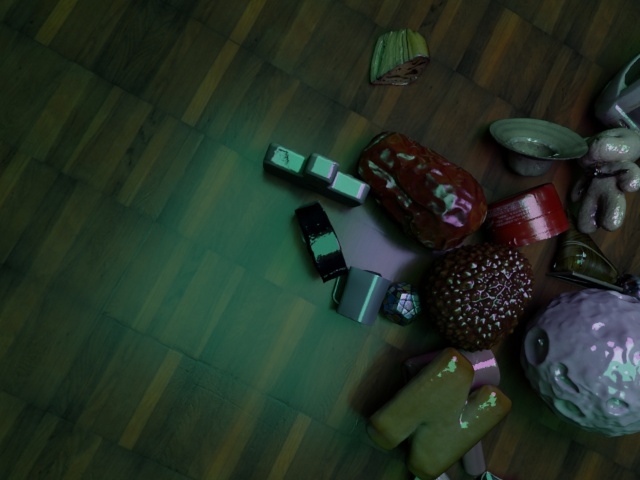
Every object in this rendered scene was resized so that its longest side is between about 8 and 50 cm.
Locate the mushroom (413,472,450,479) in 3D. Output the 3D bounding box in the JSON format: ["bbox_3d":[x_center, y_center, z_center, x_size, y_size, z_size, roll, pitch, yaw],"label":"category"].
[{"bbox_3d":[0.306,0.650,1.091,0.213,0.088,0.097,49,53,-7],"label":"mushroom"}]

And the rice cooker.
[{"bbox_3d":[0.910,-0.374,1.158,0.277,0.288,0.288,42,81,-3],"label":"rice cooker"}]

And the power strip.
[{"bbox_3d":[-0.007,-0.159,1.045,0.264,0.193,0.059,23,86,-7],"label":"power strip"}]

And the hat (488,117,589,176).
[{"bbox_3d":[0.563,-0.230,1.171,0.251,0.252,0.110,-3,128,-9],"label":"hat"}]

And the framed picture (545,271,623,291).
[{"bbox_3d":[0.702,0.111,1.173,0.148,0.109,0.011,19,81,-7],"label":"framed picture"}]

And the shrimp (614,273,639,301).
[{"bbox_3d":[0.909,0.263,1.175,0.171,0.137,0.373,-19,88,7],"label":"shrimp"}]

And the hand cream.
[{"bbox_3d":[0.516,-0.059,1.118,0.192,0.193,0.126,-21,90,-9],"label":"hand cream"}]

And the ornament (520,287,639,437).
[{"bbox_3d":[0.647,0.278,1.040,0.336,0.337,0.338,1,86,-8],"label":"ornament"}]

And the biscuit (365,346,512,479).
[{"bbox_3d":[0.273,0.407,1.005,0.290,0.062,0.237,-44,104,6],"label":"biscuit"}]

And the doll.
[{"bbox_3d":[0.722,-0.158,1.121,0.149,0.175,0.279,18,79,-44],"label":"doll"}]

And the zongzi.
[{"bbox_3d":[0.744,0.023,1.207,0.187,0.084,0.184,18,74,-14],"label":"zongzi"}]

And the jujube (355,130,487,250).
[{"bbox_3d":[0.242,-0.129,1.084,0.342,0.216,0.216,42,81,10],"label":"jujube"}]

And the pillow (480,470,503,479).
[{"bbox_3d":[0.465,0.648,1.126,0.135,0.091,0.055,18,40,-5],"label":"pillow"}]

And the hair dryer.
[{"bbox_3d":[0.344,0.444,1.102,0.210,0.125,0.353,-13,95,-8],"label":"hair dryer"}]

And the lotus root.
[{"bbox_3d":[0.218,-0.481,1.159,0.159,0.095,0.135,-3,79,32],"label":"lotus root"}]

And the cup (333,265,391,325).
[{"bbox_3d":[0.092,0.130,1.092,0.128,0.095,0.130,18,85,30],"label":"cup"}]

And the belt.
[{"bbox_3d":[0.000,0.000,1.059,0.078,0.151,0.199,-22,80,-5],"label":"belt"}]

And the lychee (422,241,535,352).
[{"bbox_3d":[0.376,0.120,1.041,0.271,0.271,0.272,1,86,-8],"label":"lychee"}]

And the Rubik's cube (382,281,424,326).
[{"bbox_3d":[0.208,0.161,1.106,0.111,0.093,0.111,0,89,-9],"label":"Rubik's cube"}]
